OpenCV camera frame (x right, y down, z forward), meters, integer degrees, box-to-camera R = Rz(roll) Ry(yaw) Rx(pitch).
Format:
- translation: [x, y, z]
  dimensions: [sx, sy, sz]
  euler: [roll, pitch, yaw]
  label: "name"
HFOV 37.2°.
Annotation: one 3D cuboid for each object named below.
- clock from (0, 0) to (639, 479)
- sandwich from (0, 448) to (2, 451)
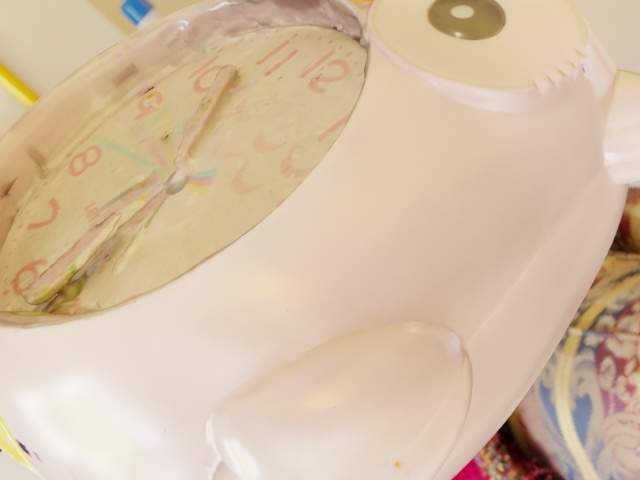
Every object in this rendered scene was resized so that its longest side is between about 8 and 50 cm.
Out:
- translation: [0.000, 0.000, 0.566]
  dimensions: [0.377, 0.250, 0.368]
  euler: [-34, 37, -1]
  label: "clock"
- translation: [-0.324, 0.165, 0.613]
  dimensions: [0.245, 0.212, 0.063]
  euler: [-54, -2, -8]
  label: "sandwich"
